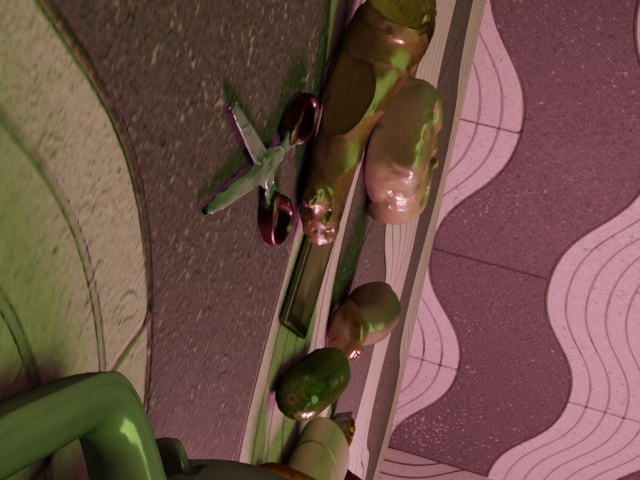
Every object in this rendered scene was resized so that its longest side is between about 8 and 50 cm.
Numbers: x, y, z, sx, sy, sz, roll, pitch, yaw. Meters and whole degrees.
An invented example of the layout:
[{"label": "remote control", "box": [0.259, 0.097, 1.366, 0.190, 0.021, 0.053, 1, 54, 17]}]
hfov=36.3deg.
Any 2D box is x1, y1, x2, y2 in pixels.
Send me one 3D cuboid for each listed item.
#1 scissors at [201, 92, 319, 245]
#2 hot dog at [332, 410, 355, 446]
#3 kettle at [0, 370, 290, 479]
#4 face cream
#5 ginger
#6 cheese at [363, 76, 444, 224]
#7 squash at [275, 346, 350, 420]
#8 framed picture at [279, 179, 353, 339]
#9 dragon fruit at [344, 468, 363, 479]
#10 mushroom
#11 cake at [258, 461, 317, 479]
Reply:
[{"label": "scissors", "box": [-0.047, -0.062, 0.807, 0.247, 0.017, 0.144, -8, 112, -77]}, {"label": "hot dog", "box": [0.024, 0.391, 1.752, 0.099, 0.053, 0.192, 98, 14, -52]}, {"label": "kettle", "box": [-0.089, 0.216, 0.469, 0.318, 0.205, 0.265, -10, 117, -76]}, {"label": "face cream", "box": [-0.037, 0.390, 1.333, 0.348, 0.081, 0.173, -61, 160, -54]}, {"label": "ginger", "box": [0.039, -0.135, 1.010, 0.131, 0.086, 0.294, -70, -179, -80]}, {"label": "cheese", "box": [0.125, -0.129, 1.430, 0.263, 0.093, 0.159, 75, 31, -70]}, {"label": "squash", "box": [-0.005, 0.180, 1.237, 0.239, 0.069, 0.069, -12, 117, -78]}, {"label": "framed picture", "box": [0.000, 0.000, 1.167, 0.173, 0.010, 0.231, 63, 43, -75]}, {"label": "dragon fruit", "box": [0.003, 0.415, 1.588, 0.111, 0.153, 0.153, 56, 28, -14]}, {"label": "mushroom", "box": [0.069, 0.121, 1.510, 0.097, 0.088, 0.212, -44, 177, 24]}, {"label": "cake", "box": [-0.041, 0.299, 1.187, 0.084, 0.084, 0.044, 74, 35, -71]}]
